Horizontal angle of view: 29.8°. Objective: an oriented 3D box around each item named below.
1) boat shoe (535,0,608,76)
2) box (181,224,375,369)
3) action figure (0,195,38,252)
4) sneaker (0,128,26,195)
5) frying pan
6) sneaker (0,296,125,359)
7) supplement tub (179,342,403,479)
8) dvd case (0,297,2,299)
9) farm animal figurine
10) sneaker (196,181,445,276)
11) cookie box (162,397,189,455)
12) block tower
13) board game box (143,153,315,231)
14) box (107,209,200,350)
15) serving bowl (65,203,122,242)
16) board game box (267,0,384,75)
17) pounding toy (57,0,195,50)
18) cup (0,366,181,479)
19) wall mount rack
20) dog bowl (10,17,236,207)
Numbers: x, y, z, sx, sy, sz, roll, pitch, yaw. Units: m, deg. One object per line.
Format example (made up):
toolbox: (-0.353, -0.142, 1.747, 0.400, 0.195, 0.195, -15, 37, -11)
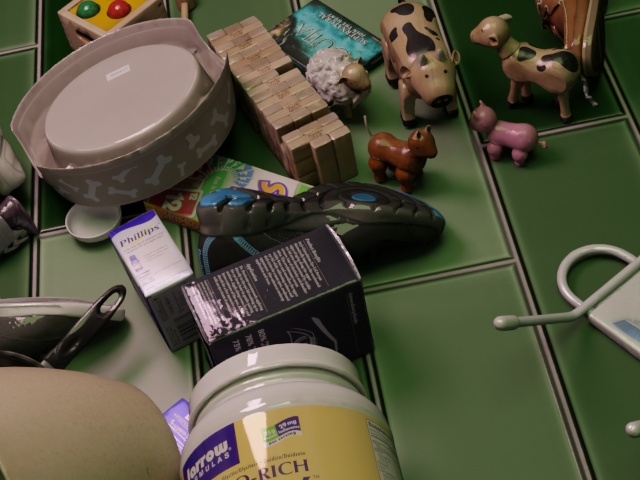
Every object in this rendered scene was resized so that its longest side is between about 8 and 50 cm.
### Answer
boat shoe: (0.385, -0.349, 1.853, 0.104, 0.111, 0.307, 1, 40, 16)
box: (-0.050, 0.098, 1.514, 0.207, 0.153, 0.108, -22, 49, -10)
action figure: (-0.536, 0.043, 1.695, 0.185, 0.099, 0.285, 29, 64, 22)
sneaker: (-0.537, -0.146, 1.851, 0.110, 0.118, 0.292, -44, 35, -8)
frying pan: (-0.385, 0.177, 1.503, 0.197, 0.053, 0.326, 22, 66, -18)
sneaker: (-0.401, 0.151, 1.582, 0.295, 0.147, 0.104, -3, 1, -26)
supplement tub: (-0.022, 0.301, 1.277, 0.241, 0.241, 0.331, -13, 49, -1)
dvd case: (-0.473, 0.100, 1.629, 0.013, 0.119, 0.087, -24, 31, 52)
farm animal figurine: (0.182, -0.244, 1.743, 0.330, 0.172, 0.327, -27, 52, -13)
sneaker: (0.000, 0.000, 1.623, 0.340, 0.140, 0.125, -1, 17, -13)
cookie box: (-0.178, 0.260, 1.472, 0.107, 0.040, 0.092, -38, 53, -20)
block tower: (-0.066, -0.213, 1.821, 0.091, 0.097, 0.335, -26, 49, -13)
board game box: (-0.116, -0.053, 1.736, 0.259, 0.039, 0.124, 21, 57, 22)
box: (-0.210, 0.053, 1.600, 0.072, 0.126, 0.137, -28, 50, -11)
serving bowl: (-0.328, -0.027, 1.754, 0.083, 0.027, 0.083, -5, 49, 6)
board game box: (0.007, -0.313, 1.937, 0.126, 0.026, 0.186, -38, 53, -21)
pounding toy: (-0.296, -0.380, 2.007, 0.181, 0.094, 0.206, 30, 62, 31)
cup: (-0.294, 0.273, 1.336, 0.237, 0.331, 0.331, -20, 44, -39)
wall mount rack: (0.391, 0.106, 1.438, 0.304, 0.130, 0.350, -36, 52, -19)
dog bowl: (-0.283, -0.188, 1.795, 0.348, 0.102, 0.349, -14, 40, 12)
